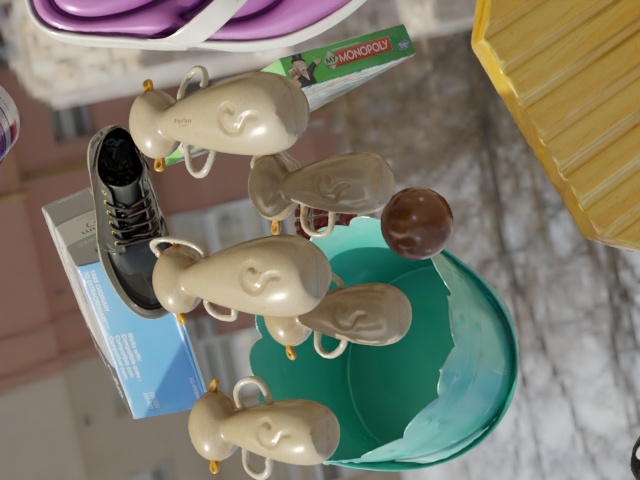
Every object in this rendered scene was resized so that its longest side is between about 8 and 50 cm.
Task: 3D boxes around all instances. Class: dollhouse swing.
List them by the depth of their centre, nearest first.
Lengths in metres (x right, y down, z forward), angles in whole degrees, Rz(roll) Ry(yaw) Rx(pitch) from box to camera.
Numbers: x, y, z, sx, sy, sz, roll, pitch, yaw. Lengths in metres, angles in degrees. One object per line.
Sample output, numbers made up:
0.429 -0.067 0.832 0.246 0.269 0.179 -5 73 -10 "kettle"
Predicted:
0.377 -0.199 1.594 0.305 0.347 0.315 -36 -171 -38 "dollhouse swing"

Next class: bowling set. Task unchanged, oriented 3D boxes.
-0.014 0.017 1.233 0.154 0.287 0.200 -2 -178 43 "bowling set"

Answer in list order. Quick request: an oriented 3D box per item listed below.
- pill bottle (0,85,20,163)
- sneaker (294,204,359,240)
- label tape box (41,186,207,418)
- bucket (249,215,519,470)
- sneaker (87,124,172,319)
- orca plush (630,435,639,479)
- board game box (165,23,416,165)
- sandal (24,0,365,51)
-0.377 -0.079 1.685 0.108 0.108 0.193 -10 -150 21 "pill bottle"
0.000 0.000 2.382 0.088 0.225 0.093 19 -178 8 "sneaker"
-0.259 0.097 2.336 0.115 0.249 0.348 -21 -153 -9 "label tape box"
0.080 0.125 1.950 0.281 0.281 0.183 -8 164 35 "bucket"
-0.210 -0.017 1.883 0.083 0.222 0.118 -17 -178 -7 "sneaker"
0.493 0.196 2.294 0.102 0.287 0.151 38 -169 19 "orca plush"
-0.052 -0.186 2.234 0.213 0.046 0.317 -20 178 -38 "board game box"
-0.127 -0.280 1.835 0.416 0.169 0.102 -10 174 13 "sandal"
